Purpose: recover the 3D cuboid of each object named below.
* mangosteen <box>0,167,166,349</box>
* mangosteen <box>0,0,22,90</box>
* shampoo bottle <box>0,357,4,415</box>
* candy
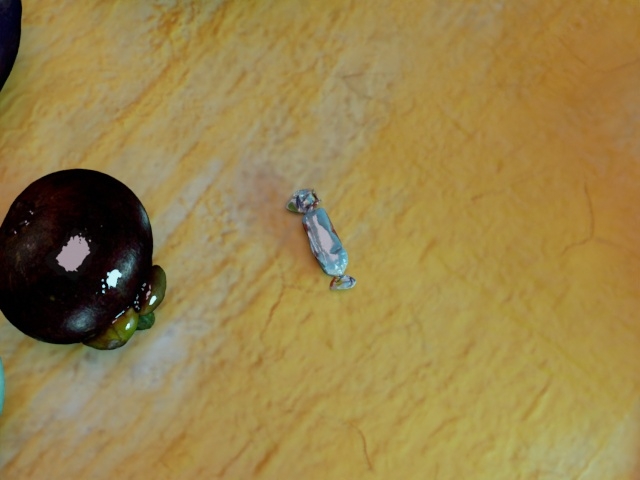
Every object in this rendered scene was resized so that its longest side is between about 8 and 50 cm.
[{"bbox_3d":[-0.166,0.020,1.159,0.140,0.140,0.140,1,74,-5],"label":"mangosteen"},{"bbox_3d":[-0.322,-0.167,1.169,0.230,0.194,0.194,27,70,39],"label":"mangosteen"},{"bbox_3d":[-0.373,0.048,1.105,0.349,0.151,0.222,33,61,5],"label":"shampoo bottle"},{"bbox_3d":[0.000,0.000,1.223,0.030,0.020,0.083,-20,79,-10],"label":"candy"}]
